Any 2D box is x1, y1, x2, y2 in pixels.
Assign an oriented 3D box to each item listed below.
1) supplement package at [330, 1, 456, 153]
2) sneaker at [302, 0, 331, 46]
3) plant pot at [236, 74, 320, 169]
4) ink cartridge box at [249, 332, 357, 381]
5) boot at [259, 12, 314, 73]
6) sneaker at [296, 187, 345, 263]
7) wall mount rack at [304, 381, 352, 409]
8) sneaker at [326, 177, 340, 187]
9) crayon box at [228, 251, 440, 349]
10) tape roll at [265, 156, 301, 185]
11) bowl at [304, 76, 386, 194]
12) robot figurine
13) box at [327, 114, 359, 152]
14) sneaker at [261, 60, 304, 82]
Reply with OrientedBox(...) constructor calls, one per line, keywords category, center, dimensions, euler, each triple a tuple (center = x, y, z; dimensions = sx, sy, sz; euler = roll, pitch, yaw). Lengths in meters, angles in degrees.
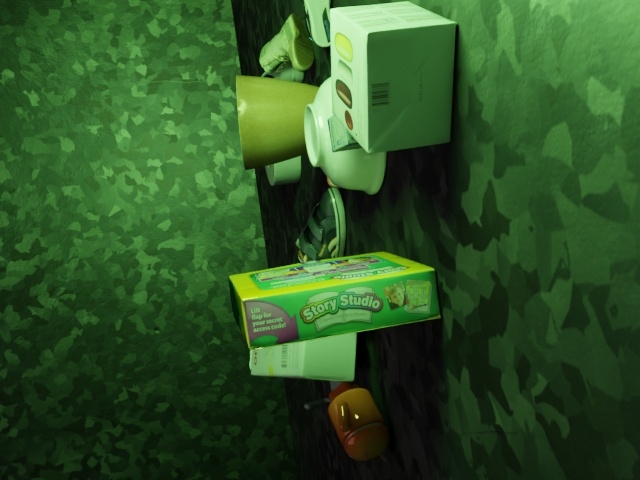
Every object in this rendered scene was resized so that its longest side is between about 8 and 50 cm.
OrientedBox(category="supplement package", center=(0.113, -0.277, 1.152), dimensions=(0.203, 0.149, 0.194), euler=(-120, 24, -58))
OrientedBox(category="sneaker", center=(-0.018, -0.597, 1.736), dimensions=(0.121, 0.079, 0.217), euler=(-129, 31, -66))
OrientedBox(category="plant pot", center=(-0.077, -0.309, 1.761), dimensions=(0.237, 0.254, 0.237), euler=(174, 90, -87))
OrientedBox(category="ink cartridge box", center=(-0.054, 0.248, 1.955), dimensions=(0.384, 0.160, 0.279), euler=(-17, 67, 62))
OrientedBox(category="boot", center=(-0.103, -0.535, 2.017), dimensions=(0.165, 0.077, 0.213), euler=(-36, 49, 35))
OrientedBox(category="sneaker", center=(0.000, 0.000, 1.980), dimensions=(0.126, 0.127, 0.321), euler=(-112, 19, -53))
OrientedBox(category="wall mount rack", center=(0.037, 0.411, 2.094), dimensions=(0.304, 0.130, 0.350), euler=(-11, 89, 61))
OrientedBox(category="sneaker", center=(0.040, -0.220, 1.825), dimensions=(0.075, 0.057, 0.161), euler=(126, 138, -50))
OrientedBox(category="crayon box", center=(0.012, 0.111, 1.392), dimensions=(0.313, 0.362, 0.106), euler=(-155, 57, -77))
OrientedBox(category="tape roll", center=(-0.147, -0.342, 2.511), dimensions=(0.286, 0.100, 0.286), euler=(172, 90, -79))
OrientedBox(category="bowl", center=(0.042, -0.243, 1.572), dimensions=(0.298, 0.134, 0.298), euler=(171, 90, -79))
OrientedBox(category="robot figurine", center=(0.098, 0.473, 1.795), dimensions=(0.158, 0.128, 0.219), euler=(90, 158, -47))
OrientedBox(category="box", center=(0.091, -0.223, 1.361), dimensions=(0.137, 0.126, 0.072), euler=(-172, 72, -79))
OrientedBox(category="sneaker", center=(-0.132, -0.509, 2.244), dimensions=(0.297, 0.129, 0.111), euler=(106, 151, -67))
